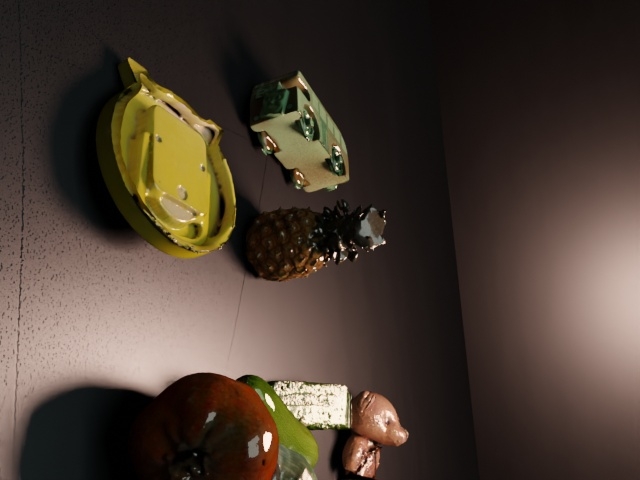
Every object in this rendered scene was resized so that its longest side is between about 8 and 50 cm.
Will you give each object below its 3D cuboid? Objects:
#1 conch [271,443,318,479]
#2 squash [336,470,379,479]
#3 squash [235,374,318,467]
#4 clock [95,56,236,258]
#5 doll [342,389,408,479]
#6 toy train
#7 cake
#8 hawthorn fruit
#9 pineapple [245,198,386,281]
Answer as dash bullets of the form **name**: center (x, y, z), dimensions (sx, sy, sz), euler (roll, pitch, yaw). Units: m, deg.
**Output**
- **conch**: center (-0.096, 0.469, 1.037), dimensions (0.195, 0.220, 0.277), euler (-12, 135, -37)
- **squash**: center (0.090, 0.706, 1.335), dimensions (0.309, 0.310, 0.310), euler (-51, 132, -39)
- **squash**: center (-0.083, 0.357, 1.187), dimensions (0.395, 0.107, 0.107), euler (64, 29, -51)
- **clock**: center (-0.239, -0.108, 1.009), dimensions (0.277, 0.071, 0.294), euler (40, 36, -46)
- **doll**: center (0.135, 0.530, 1.606), dimensions (0.201, 0.156, 0.304), euler (42, 50, -65)
- **toy train**: center (-0.040, -0.229, 1.436), dimensions (0.326, 0.129, 0.159), euler (46, 37, -53)
- **cake**: center (-0.048, 0.353, 1.378), dimensions (0.235, 0.099, 0.100), euler (15, 69, -42)
- **hawthorn fruit**: center (-0.162, 0.294, 0.950), dimensions (0.262, 0.210, 0.211), euler (116, -31, -86)
- **pineapple**: center (0.000, 0.000, 1.276), dimensions (0.158, 0.278, 0.158), euler (-8, 90, -70)
